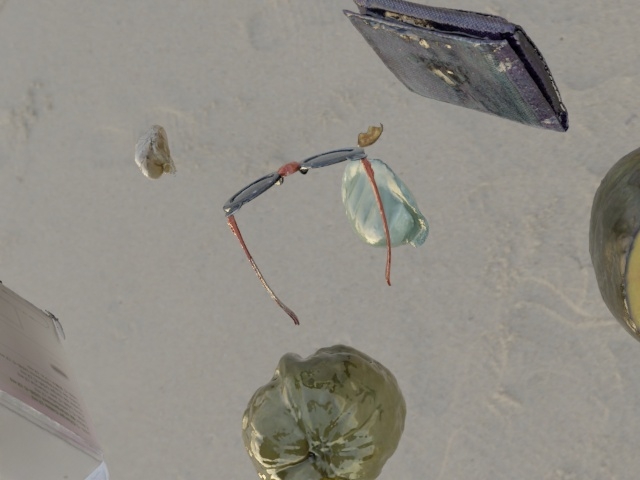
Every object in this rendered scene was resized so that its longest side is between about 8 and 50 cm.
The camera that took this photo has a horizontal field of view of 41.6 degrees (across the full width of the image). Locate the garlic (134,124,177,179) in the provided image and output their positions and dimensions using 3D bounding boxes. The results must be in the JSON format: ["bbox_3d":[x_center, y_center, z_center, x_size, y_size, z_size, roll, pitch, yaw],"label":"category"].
[{"bbox_3d":[-0.346,-0.183,1.731,0.074,0.094,0.113,-5,69,18],"label":"garlic"}]

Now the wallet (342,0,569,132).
[{"bbox_3d":[0.101,-0.134,0.627,0.166,0.111,0.030,29,82,45],"label":"wallet"}]

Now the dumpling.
[{"bbox_3d":[0.110,-0.064,1.388,0.219,0.108,0.152,25,113,46],"label":"dumpling"}]

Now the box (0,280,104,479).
[{"bbox_3d":[-0.339,0.121,0.825,0.106,0.203,0.251,-42,42,-2],"label":"box"}]

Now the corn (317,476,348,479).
[{"bbox_3d":[-0.007,0.400,1.171,0.097,0.262,0.097,2,95,19],"label":"corn"}]

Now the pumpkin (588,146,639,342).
[{"bbox_3d":[0.526,0.008,1.238,0.256,0.225,0.303,-23,104,19],"label":"pumpkin"}]

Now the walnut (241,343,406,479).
[{"bbox_3d":[0.004,0.316,1.458,0.253,0.277,0.282,34,91,1],"label":"walnut"}]

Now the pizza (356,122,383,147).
[{"bbox_3d":[0.106,-0.226,1.821,0.037,0.083,0.016,48,159,1],"label":"pizza"}]

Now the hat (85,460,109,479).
[{"bbox_3d":[-0.394,0.371,1.152,0.203,0.203,0.126,42,122,31],"label":"hat"}]

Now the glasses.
[{"bbox_3d":[0.000,0.000,1.292,0.118,0.234,0.268,-118,4,-72],"label":"glasses"}]
